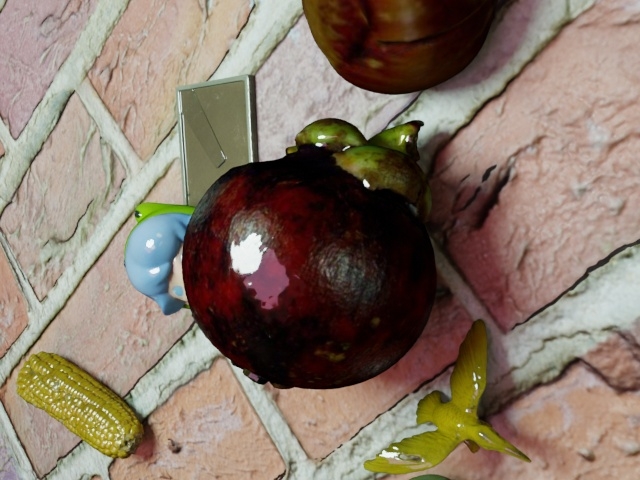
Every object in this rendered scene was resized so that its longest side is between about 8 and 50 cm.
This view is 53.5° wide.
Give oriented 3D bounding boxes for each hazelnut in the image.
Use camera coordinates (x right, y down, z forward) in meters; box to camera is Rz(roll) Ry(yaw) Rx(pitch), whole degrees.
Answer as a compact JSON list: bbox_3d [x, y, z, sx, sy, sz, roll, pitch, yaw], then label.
[{"bbox_3d":[0.088,-0.272,0.681,0.229,0.229,0.229,4,97,33],"label":"hazelnut"}]

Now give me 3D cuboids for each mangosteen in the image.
[{"bbox_3d":[-0.004,0.018,0.719,0.311,0.311,0.311,4,97,33],"label":"mangosteen"}]

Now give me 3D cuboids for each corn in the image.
[{"bbox_3d":[-0.424,0.288,1.130,0.313,0.102,0.102,19,105,29],"label":"corn"}]

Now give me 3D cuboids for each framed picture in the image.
[{"bbox_3d":[-0.155,-0.137,0.954,0.150,0.015,0.203,0,95,34],"label":"framed picture"}]

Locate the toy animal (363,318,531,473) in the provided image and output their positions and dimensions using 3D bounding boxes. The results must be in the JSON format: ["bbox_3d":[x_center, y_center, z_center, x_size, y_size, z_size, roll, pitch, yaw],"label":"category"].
[{"bbox_3d":[0.173,0.209,0.730,0.155,0.095,0.219,27,78,29],"label":"toy animal"}]

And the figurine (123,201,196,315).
[{"bbox_3d":[-0.166,0.043,0.916,0.263,0.143,0.162,22,114,12],"label":"figurine"}]

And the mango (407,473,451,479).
[{"bbox_3d":[0.121,0.377,0.780,0.130,0.092,0.194,30,106,29],"label":"mango"}]
